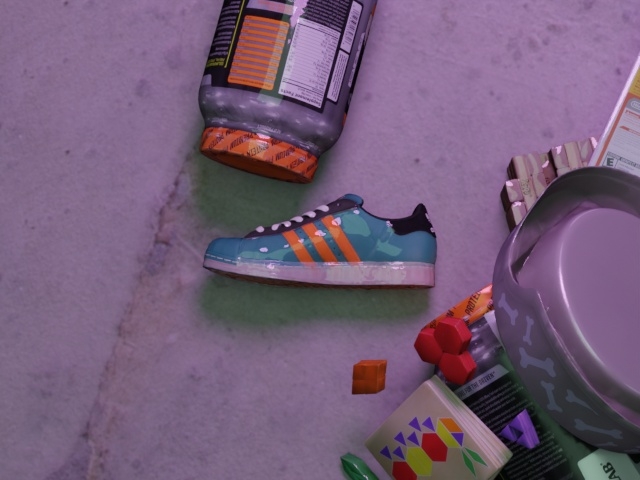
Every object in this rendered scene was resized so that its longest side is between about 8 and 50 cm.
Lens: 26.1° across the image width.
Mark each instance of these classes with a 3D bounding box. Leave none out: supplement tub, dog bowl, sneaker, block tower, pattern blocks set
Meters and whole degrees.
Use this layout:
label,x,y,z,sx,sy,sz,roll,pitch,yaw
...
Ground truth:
label,x,y,z,sx,sy,sz,roll,pitch,yaw
supplement tub,0.278,0.211,1.690,0.207,0.207,0.338,-32,83,0
dog bowl,0.348,0.088,1.604,0.348,0.102,0.349,19,54,-28
sneaker,0.000,0.000,1.790,0.302,0.108,0.121,2,82,-4
block tower,0.400,-0.095,1.775,0.335,0.097,0.091,-14,83,1
pattern blocks set,0.142,0.255,1.672,0.026,0.325,0.285,-28,82,-41
supplement tub,-0.043,-0.244,1.773,0.193,0.193,0.316,15,85,6

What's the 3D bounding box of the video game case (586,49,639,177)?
label,x,y,z,sx,sy,sz,roll,pitch,yaw
video game case,0.479,-0.168,1.718,0.204,0.025,0.285,25,87,7
